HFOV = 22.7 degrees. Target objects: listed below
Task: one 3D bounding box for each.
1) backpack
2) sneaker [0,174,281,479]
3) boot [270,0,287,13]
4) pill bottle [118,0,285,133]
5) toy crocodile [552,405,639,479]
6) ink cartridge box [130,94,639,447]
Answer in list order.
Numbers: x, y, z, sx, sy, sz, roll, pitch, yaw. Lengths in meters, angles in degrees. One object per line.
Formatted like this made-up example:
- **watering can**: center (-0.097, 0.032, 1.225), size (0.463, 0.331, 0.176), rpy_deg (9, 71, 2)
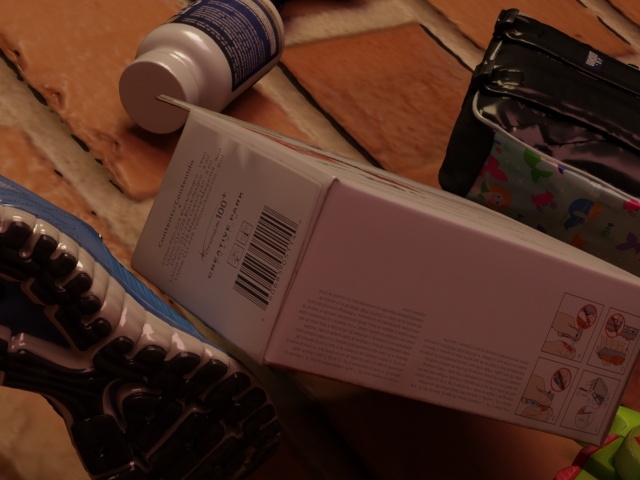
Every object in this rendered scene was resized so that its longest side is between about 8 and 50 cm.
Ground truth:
- **backpack**: center (0.244, -0.065, 1.428), size (0.253, 0.191, 0.225), rpy_deg (20, 39, 5)
- **sneaker**: center (-0.143, 0.056, 1.029), size (0.330, 0.130, 0.147), rpy_deg (50, 6, -37)
- **boot**: center (-0.040, -0.260, 1.624), size (0.219, 0.082, 0.106), rpy_deg (7, 62, -28)
- **pill bottle**: center (-0.108, -0.160, 1.427), size (0.094, 0.094, 0.169), rpy_deg (31, 37, 9)
- **toy crocodile**: center (0.182, 0.212, 1.126), size (0.105, 0.115, 0.340), rpy_deg (33, 36, 15)
- **ink cartridge box**: center (0.039, 0.018, 1.158), size (0.309, 0.130, 0.272), rpy_deg (17, 7, -34)
